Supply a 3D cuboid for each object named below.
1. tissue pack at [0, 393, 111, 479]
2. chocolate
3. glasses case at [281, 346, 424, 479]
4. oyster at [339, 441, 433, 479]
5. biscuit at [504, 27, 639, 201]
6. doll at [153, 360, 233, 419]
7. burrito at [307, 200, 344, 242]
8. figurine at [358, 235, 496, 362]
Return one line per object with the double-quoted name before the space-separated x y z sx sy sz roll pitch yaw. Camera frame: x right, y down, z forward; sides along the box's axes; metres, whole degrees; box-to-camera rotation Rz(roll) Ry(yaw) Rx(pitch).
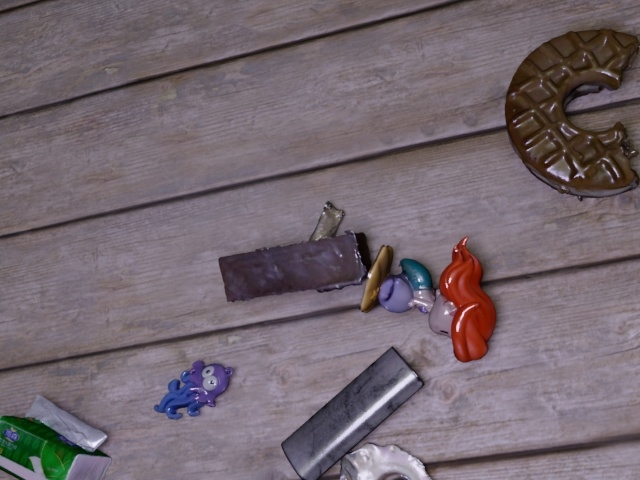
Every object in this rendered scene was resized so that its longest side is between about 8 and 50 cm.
"tissue pack" -0.559 0.430 1.512 0.209 0.148 0.156 19 79 19
"chocolate" -0.042 0.052 1.487 0.321 0.112 0.111 -11 93 23
"glasses case" 0.061 0.342 1.419 0.299 0.060 0.114 -41 41 0
"oyster" 0.130 0.491 1.360 0.214 0.083 0.222 0 55 5
"biscuit" 0.515 -0.260 1.481 0.268 0.115 0.366 3 73 15
"doll" -0.267 0.317 1.522 0.206 0.067 0.110 -32 59 14
"burrito" 0.000 0.001 1.566 0.051 0.042 0.171 23 78 9
"figurine" 0.225 0.102 1.412 0.257 0.181 0.208 20 50 12
